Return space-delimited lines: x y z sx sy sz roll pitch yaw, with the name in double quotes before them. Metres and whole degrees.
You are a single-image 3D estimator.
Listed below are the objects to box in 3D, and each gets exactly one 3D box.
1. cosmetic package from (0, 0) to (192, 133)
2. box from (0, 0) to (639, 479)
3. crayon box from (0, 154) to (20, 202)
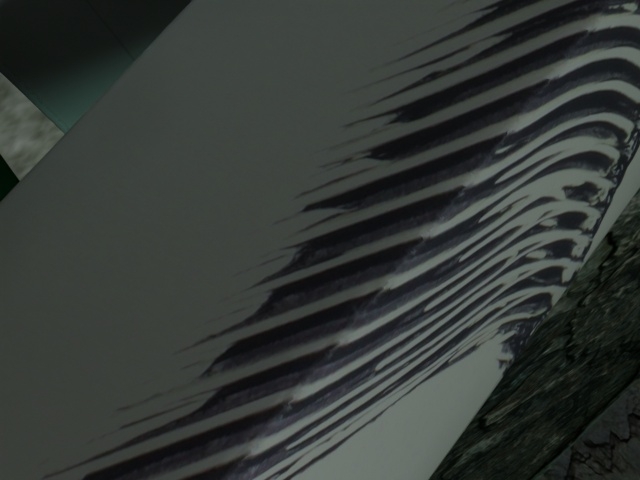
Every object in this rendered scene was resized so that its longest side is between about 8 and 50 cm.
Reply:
"cosmetic package" -0.006 -0.168 0.460 0.284 0.097 0.377 -36 162 0
"box" 0.000 0.000 0.416 0.275 0.094 0.113 -52 154 -24
"crayon box" -0.208 0.052 0.489 0.278 0.165 0.081 -45 161 19
